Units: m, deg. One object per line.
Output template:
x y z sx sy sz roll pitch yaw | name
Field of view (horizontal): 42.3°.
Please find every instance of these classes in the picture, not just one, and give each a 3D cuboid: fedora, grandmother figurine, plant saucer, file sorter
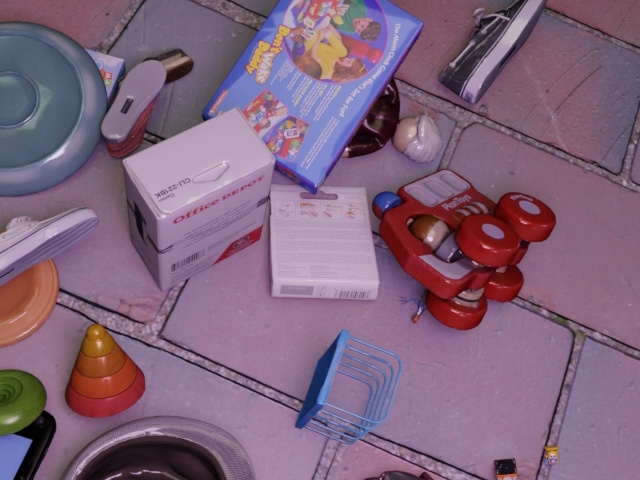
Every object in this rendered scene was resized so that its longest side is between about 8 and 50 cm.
-0.228 0.377 1.159 0.275 0.124 0.244 -6 66 -12 | fedora
0.067 -0.241 1.523 0.342 0.104 0.208 24 91 -1 | grandmother figurine
-0.516 0.070 1.302 0.199 0.037 0.200 4 65 -9 | plant saucer
0.042 0.230 1.253 0.104 0.170 0.118 23 63 -3 | file sorter
-0.524 -0.232 1.399 0.317 0.044 0.318 1 77 -5 | plant saucer

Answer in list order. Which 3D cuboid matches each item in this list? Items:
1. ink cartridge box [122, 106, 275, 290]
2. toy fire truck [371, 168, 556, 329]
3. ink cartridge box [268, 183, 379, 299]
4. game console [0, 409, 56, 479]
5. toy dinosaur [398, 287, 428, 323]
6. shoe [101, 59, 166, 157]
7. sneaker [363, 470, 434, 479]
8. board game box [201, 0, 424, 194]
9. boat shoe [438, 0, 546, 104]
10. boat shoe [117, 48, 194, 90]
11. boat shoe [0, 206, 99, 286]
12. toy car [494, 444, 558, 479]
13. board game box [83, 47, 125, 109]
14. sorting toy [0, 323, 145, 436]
-0.190 -0.058 1.287 0.197 0.273 0.114 -29 73 -21 | ink cartridge box
0.219 -0.011 1.377 0.254 0.169 0.302 37 38 25 | toy fire truck
0.000 0.000 1.430 0.180 0.056 0.225 2 46 -9 | ink cartridge box
-0.498 0.392 1.143 0.213 0.044 0.362 18 61 4 | game console
0.183 0.105 1.409 0.090 0.047 0.082 14 82 -15 | toy dinosaur
-0.325 -0.229 1.450 0.063 0.081 0.178 24 67 2 | shoe
0.083 0.440 1.209 0.281 0.106 0.162 -27 67 -31 | sneaker
-0.012 -0.288 1.439 0.233 0.078 0.347 33 82 3 | board game box
0.344 -0.407 1.639 0.105 0.113 0.306 34 80 13 | boat shoe
-0.306 -0.308 1.510 0.152 0.056 0.049 -26 67 -30 | boat shoe
-0.458 -0.003 1.278 0.226 0.083 0.076 -32 75 -21 | boat shoe
0.330 0.363 1.306 0.121 0.060 0.041 -10 99 -7 | toy car
-0.474 -0.280 1.472 0.211 0.039 0.160 15 64 -3 | board game box
-0.441 0.190 1.186 0.365 0.126 0.127 -8 34 -13 | sorting toy
